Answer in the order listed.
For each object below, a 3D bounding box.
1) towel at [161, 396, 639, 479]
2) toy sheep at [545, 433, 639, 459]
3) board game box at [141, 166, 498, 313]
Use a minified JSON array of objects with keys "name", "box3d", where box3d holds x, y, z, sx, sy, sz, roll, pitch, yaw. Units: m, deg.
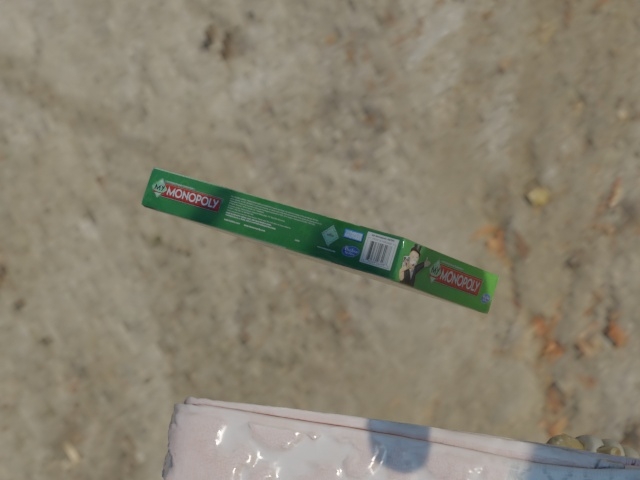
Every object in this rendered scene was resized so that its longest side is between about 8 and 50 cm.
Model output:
[{"name":"towel","box3d":[0.043,0.275,1.162,0.317,0.053,0.332,6,83,10]},{"name":"toy sheep","box3d":[0.223,0.198,1.510,0.132,0.091,0.091,45,132,-15]},{"name":"board game box","box3d":[0.000,0.000,2.005,0.317,0.213,0.046,16,89,32]}]
